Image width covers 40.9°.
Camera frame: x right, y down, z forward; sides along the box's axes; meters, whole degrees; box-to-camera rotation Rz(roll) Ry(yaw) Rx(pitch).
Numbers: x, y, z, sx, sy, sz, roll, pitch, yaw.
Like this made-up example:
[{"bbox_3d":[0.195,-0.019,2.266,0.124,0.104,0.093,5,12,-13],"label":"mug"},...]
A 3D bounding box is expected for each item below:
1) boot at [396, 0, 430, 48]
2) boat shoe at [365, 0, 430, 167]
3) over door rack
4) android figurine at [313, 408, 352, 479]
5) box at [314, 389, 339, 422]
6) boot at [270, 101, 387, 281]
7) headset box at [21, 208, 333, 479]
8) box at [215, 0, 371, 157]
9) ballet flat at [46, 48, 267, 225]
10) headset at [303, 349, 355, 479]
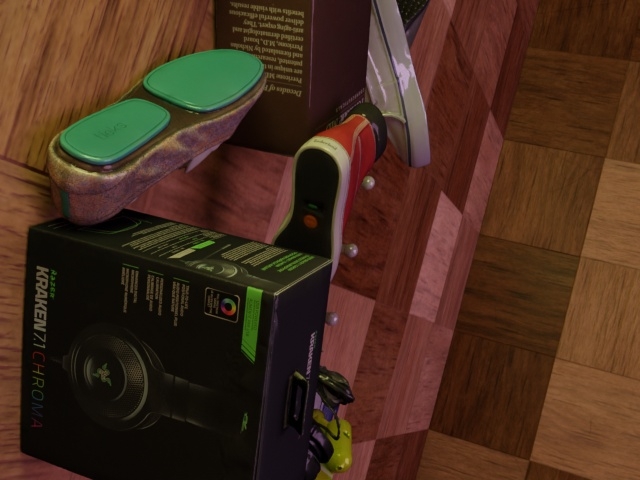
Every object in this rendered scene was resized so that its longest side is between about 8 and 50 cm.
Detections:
[{"bbox_3d":[0.133,-0.351,1.548,0.246,0.083,0.161,-63,163,-18],"label":"boot"},{"bbox_3d":[0.068,-0.255,1.333,0.136,0.156,0.367,-95,167,-49],"label":"boat shoe"},{"bbox_3d":[0.000,0.000,1.283,0.324,0.108,0.239,44,60,-80],"label":"over door rack"},{"bbox_3d":[-0.046,0.386,1.358,0.248,0.056,0.273,-43,-164,18],"label":"android figurine"},{"bbox_3d":[-0.021,0.341,1.616,0.225,0.036,0.136,25,80,-68],"label":"box"},{"bbox_3d":[0.020,-0.048,1.090,0.176,0.088,0.244,-47,158,-51],"label":"boot"},{"bbox_3d":[-0.134,0.120,0.835,0.131,0.283,0.246,-28,129,-64],"label":"headset box"},{"bbox_3d":[-0.028,-0.313,1.047,0.191,0.143,0.381,-45,145,-54],"label":"box"},{"bbox_3d":[-0.168,-0.110,0.892,0.316,0.107,0.106,-40,155,-48],"label":"ballet flat"},{"bbox_3d":[-0.087,0.300,1.184,0.394,0.185,0.243,-50,-177,33],"label":"headset"}]
